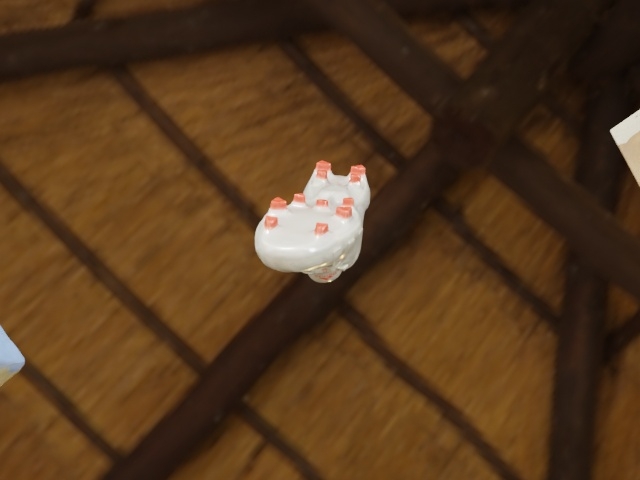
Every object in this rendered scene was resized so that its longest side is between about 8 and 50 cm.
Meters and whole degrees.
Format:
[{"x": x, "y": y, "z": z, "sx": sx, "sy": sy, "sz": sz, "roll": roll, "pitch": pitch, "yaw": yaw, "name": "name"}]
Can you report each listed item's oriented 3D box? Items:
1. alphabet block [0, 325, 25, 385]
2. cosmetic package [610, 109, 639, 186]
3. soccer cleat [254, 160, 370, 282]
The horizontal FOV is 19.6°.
[{"x": -0.398, "y": 0.087, "z": 1.498, "sx": 0.197, "sy": 0.192, "sz": 0.193, "roll": -41, "pitch": -106, "yaw": 12, "name": "alphabet block"}, {"x": 0.276, "y": -0.050, "z": 1.413, "sx": 0.060, "sy": 0.041, "sz": 0.115, "roll": -37, "pitch": -117, "yaw": 24, "name": "cosmetic package"}, {"x": 0.000, "y": 0.000, "z": 1.306, "sx": 0.068, "sy": 0.196, "sz": 0.076, "roll": 8, "pitch": -73, "yaw": 10, "name": "soccer cleat"}]
